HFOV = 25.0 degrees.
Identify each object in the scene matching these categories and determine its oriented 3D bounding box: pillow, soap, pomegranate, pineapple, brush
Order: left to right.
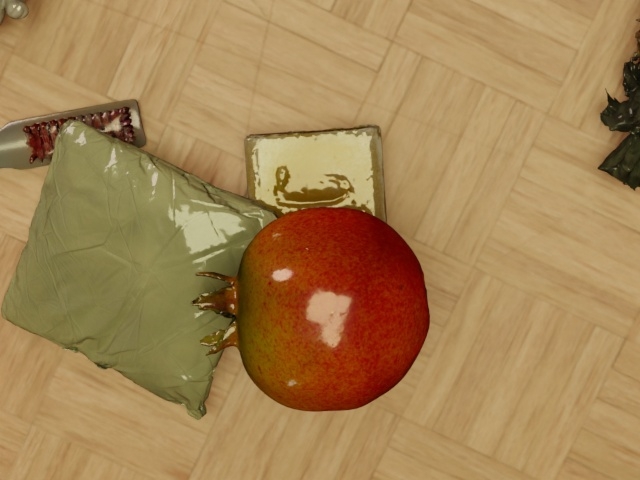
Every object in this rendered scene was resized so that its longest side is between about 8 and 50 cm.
[{"bbox_3d":[-0.367,-0.107,1.688,0.321,0.050,0.060,-11,100,4],"label":"brush"},{"bbox_3d":[-0.215,0.035,1.653,0.281,0.076,0.274,26,110,8],"label":"pillow"},{"bbox_3d":[-0.012,0.074,1.530,0.257,0.221,0.220,2,97,-1],"label":"pomegranate"},{"bbox_3d":[0.000,0.000,1.669,0.160,0.080,0.257,-5,96,2],"label":"soap"},{"bbox_3d":[0.389,-0.176,1.618,0.128,0.128,0.248,26,101,-1],"label":"pineapple"}]

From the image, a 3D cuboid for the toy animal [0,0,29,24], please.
[{"bbox_3d":[-0.427,-0.267,1.635,0.221,0.104,0.130,-36,65,6],"label":"toy animal"}]
